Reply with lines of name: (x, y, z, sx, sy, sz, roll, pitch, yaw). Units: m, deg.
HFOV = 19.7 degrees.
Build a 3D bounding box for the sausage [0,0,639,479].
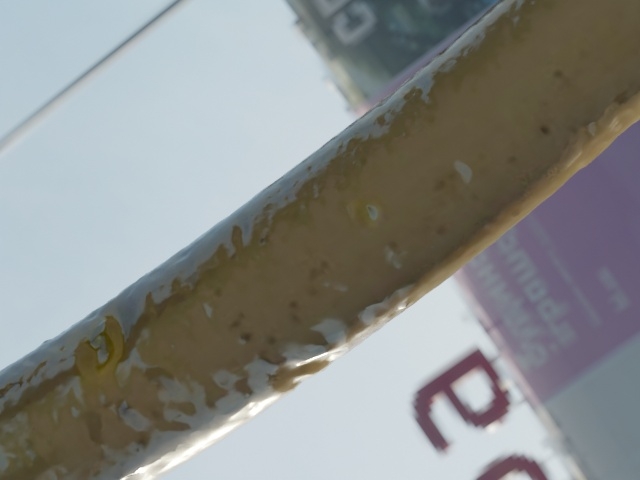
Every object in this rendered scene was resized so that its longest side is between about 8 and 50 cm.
sausage: (0.002, 0.001, 0.580, 0.066, 0.301, 0.066, 53, -175, -7)
